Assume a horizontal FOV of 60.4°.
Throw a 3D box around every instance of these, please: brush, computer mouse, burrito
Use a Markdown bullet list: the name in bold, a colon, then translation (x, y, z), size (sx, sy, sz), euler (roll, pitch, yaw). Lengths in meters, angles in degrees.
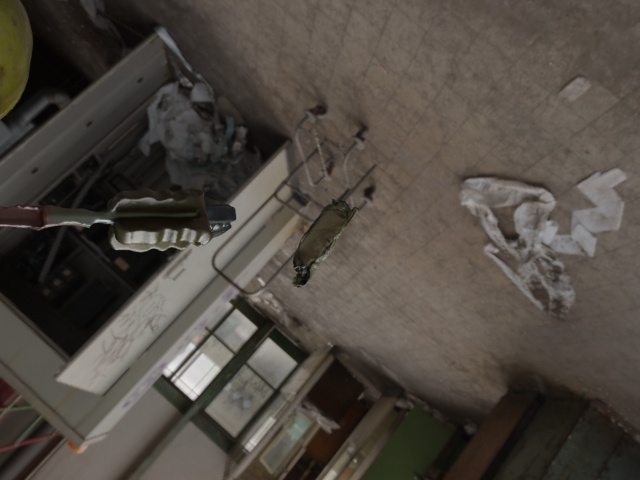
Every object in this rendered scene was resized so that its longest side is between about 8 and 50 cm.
- **brush**: translation (-0.276, -0.026, 0.673), size (0.071, 0.301, 0.084), euler (-23, 75, 49)
- **computer mouse**: translation (-0.261, -0.045, 1.150), size (0.192, 0.106, 0.062), euler (11, -147, -38)
- **burrito**: translation (0.001, 0.002, 1.128), size (0.058, 0.229, 0.063), euler (4, 138, 43)

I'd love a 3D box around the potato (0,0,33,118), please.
- **potato**: translation (-0.314, -0.114, 0.354), size (0.228, 0.197, 0.149), euler (6, 127, 27)
